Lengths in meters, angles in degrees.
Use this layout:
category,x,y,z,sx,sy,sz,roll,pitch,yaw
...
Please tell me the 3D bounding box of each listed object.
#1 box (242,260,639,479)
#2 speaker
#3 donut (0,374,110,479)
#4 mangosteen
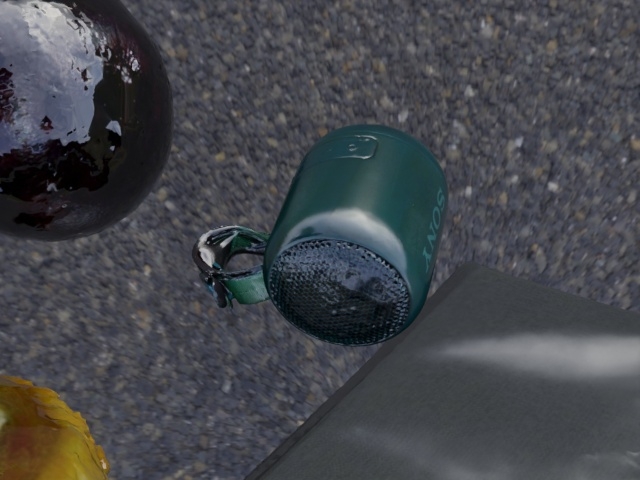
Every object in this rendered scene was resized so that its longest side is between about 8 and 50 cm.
category,x,y,z,sx,sy,sz,roll,pitch,yaw
box,0.086,0.216,0.555,0.204,0.251,0.345,17,42,38
speaker,0.001,0.004,0.388,0.094,0.075,0.060,-27,117,35
donut,-0.263,0.187,0.541,0.330,0.330,0.160,-20,108,1
mangosteen,-0.237,-0.105,0.816,0.250,0.211,0.211,6,76,40
